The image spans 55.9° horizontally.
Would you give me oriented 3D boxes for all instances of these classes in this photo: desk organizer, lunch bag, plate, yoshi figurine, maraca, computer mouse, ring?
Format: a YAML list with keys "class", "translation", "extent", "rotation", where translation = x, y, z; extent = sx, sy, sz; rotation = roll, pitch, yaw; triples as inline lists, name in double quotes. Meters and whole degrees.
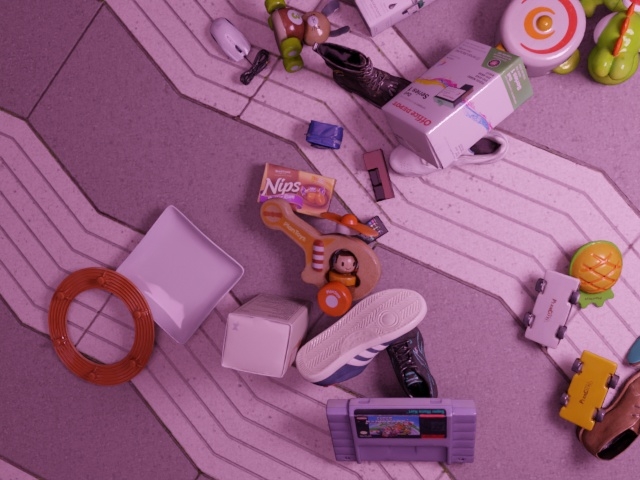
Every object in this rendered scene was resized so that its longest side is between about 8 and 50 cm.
- class: "desk organizer"
  translation: [0.150, -0.166, 1.548]
  extent: [0.050, 0.047, 0.130]
  rotation: [-15, 89, 11]
- class: "lunch bag"
  translation: [0.007, -0.268, 1.555]
  extent: [0.099, 0.067, 0.065]
  rotation: [13, 93, 9]
- class: "plate"
  translation: [-0.384, 0.093, 1.636]
  extent: [0.278, 0.045, 0.277]
  rotation: [41, 96, 5]
- class: "yoshi figurine"
  translation: [0.718, -0.518, 1.418]
  extent: [0.203, 0.204, 0.362]
  rotation: [31, 80, -33]
- class: "maraca"
  translation: [0.663, 0.083, 1.458]
  extent: [0.127, 0.099, 0.185]
  rotation: [-4, 115, 4]
- class: "computer mouse"
  translation: [-0.226, -0.513, 1.594]
  extent: [0.106, 0.042, 0.193]
  rotation: [-43, 86, 8]
- class: "ring"
  translation: [-0.611, 0.240, 1.658]
  extent: [0.337, 0.032, 0.336]
  rotation: [2, 98, 14]

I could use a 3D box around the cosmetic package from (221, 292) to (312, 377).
- class: "cosmetic package"
  translation: [-0.122, 0.222, 1.473]
  extent: [0.153, 0.296, 0.129]
  rotation: [10, 95, 9]

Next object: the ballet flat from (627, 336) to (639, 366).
- class: "ballet flat"
  translation: [0.833, 0.222, 1.452]
  extent: [0.079, 0.077, 0.221]
  rotation: [28, 96, -13]

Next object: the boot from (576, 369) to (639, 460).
- class: "boot"
  translation: [0.759, 0.410, 1.435]
  extent: [0.112, 0.115, 0.305]
  rotation: [44, 98, -3]

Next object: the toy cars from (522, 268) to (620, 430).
- class: "toy cars"
  translation: [0.612, 0.257, 1.469]
  extent: [0.177, 0.087, 0.393]
  rotation: [-26, 83, 35]

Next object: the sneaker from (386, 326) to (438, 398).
- class: "sneaker"
  translation: [0.227, 0.303, 1.523]
  extent: [0.101, 0.106, 0.267]
  rotation: [-26, 87, 10]

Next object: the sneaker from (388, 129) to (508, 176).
- class: "sneaker"
  translation: [0.313, -0.225, 1.481]
  extent: [0.297, 0.129, 0.110]
  rotation: [-10, 93, 10]

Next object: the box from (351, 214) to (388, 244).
- class: "box"
  translation: [0.126, -0.021, 1.548]
  extent: [0.083, 0.062, 0.052]
  rotation: [-34, 86, 8]

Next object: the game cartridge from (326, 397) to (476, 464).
- class: "game cartridge"
  translation: [0.201, 0.474, 1.493]
  extent: [0.355, 0.068, 0.230]
  rotation: [-3, 135, 9]

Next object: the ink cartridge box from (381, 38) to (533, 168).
- class: "ink cartridge box"
  translation: [0.314, -0.323, 1.411]
  extent: [0.278, 0.201, 0.117]
  rotation: [-39, 129, -2]

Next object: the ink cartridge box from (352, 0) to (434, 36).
- class: "ink cartridge box"
  translation: [0.185, -0.641, 1.504]
  extent: [0.220, 0.092, 0.160]
  rotation: [-29, 88, 9]

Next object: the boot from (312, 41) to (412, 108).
- class: "boot"
  translation: [0.115, -0.393, 1.453]
  extent: [0.263, 0.229, 0.091]
  rotation: [20, 95, 7]

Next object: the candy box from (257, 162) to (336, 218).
- class: "candy box"
  translation: [-0.062, -0.130, 1.577]
  extent: [0.187, 0.053, 0.109]
  rotation: [15, 95, 6]

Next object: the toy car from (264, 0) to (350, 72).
- class: "toy car"
  translation: [-0.026, -0.541, 1.524]
  extent: [0.189, 0.149, 0.154]
  rotation: [-19, 79, -3]

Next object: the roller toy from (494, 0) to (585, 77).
- class: "roller toy"
  translation: [0.515, -0.496, 1.433]
  extent: [0.210, 0.146, 0.191]
  rotation: [1, 92, 9]

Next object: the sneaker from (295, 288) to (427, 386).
- class: "sneaker"
  translation: [0.111, 0.247, 1.496]
  extent: [0.350, 0.148, 0.131]
  rotation: [-30, 52, 3]

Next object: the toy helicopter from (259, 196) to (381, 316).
- class: "toy helicopter"
  translation: [0.000, 0.000, 1.502]
  extent: [0.355, 0.140, 0.235]
  rotation: [38, 119, 11]
